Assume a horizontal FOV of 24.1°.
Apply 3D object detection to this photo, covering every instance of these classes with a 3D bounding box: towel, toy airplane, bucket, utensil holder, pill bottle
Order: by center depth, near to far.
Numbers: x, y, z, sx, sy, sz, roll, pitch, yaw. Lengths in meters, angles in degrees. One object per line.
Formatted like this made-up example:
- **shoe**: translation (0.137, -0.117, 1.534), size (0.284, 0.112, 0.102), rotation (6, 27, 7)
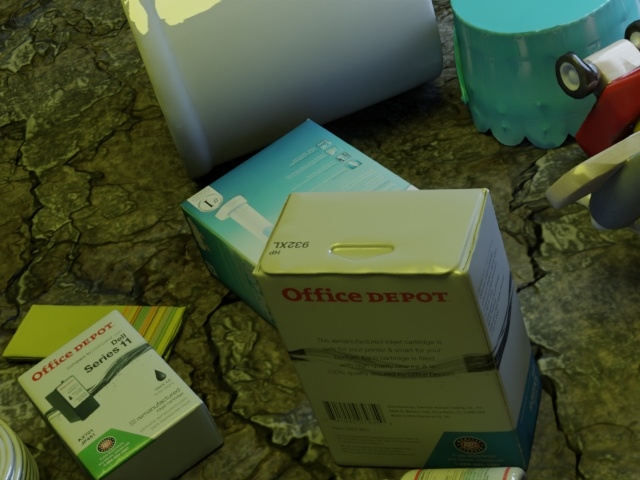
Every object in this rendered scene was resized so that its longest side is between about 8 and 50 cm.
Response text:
- **pill bottle**: translation (0.130, 0.276, 1.527), size (0.160, 0.087, 0.087), rotation (-5, 42, 19)
- **toy airplane**: translation (0.461, -0.141, 1.719), size (0.386, 0.272, 0.384), rotation (-22, 5, 20)
- **towel**: translation (-0.291, 0.123, 1.941), size (0.237, 0.021, 0.102), rotation (0, 40, 24)
- **bucket**: translation (0.309, -0.278, 2.006), size (0.281, 0.183, 0.281), rotation (-12, 40, 11)
- **utensil holder**: translation (-0.061, -0.303, 2.094), size (0.386, 0.327, 0.327), rotation (-21, 39, -4)

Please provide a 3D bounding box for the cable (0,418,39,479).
- **cable**: translation (-0.455, 0.309, 1.742), size (0.257, 0.089, 0.257), rotation (4, 46, 27)

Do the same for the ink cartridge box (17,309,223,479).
- **ink cartridge box**: translation (-0.238, 0.199, 1.761), size (0.153, 0.087, 0.208), rotation (-36, 47, -15)

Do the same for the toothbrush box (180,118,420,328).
- **toothbrush box**: translation (0.000, 0.000, 1.868), size (0.216, 0.126, 0.295), rotation (-35, 41, -18)

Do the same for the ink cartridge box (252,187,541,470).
- **ink cartridge box**: translation (0.091, 0.097, 1.574), size (0.223, 0.307, 0.129), rotation (-1, 44, 22)
